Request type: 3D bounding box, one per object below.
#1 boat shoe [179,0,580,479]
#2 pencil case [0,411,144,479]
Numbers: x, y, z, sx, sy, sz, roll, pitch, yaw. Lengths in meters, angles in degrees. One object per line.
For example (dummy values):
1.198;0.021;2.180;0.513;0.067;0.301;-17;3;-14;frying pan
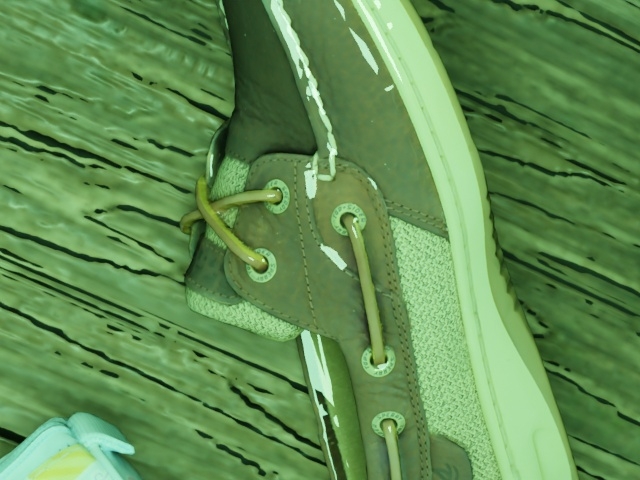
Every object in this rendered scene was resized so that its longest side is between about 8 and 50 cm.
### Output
0.000;0.000;0.766;0.123;0.123;0.342;-25;110;-11;boat shoe
-0.176;0.185;0.751;0.273;0.113;0.124;-32;98;-7;pencil case
